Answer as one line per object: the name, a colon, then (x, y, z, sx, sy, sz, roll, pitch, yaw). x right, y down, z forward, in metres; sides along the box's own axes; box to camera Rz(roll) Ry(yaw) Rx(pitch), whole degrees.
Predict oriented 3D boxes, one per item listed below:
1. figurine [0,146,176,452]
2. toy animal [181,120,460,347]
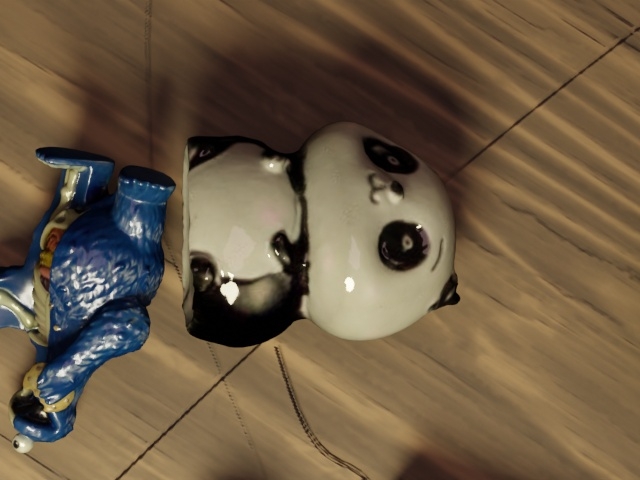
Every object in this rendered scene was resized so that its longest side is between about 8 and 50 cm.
figurine: (-0.201, 0.051, 1.594, 0.164, 0.121, 0.262, 35, 103, 28)
toy animal: (-0.003, -0.003, 1.583, 0.235, 0.165, 0.187, -3, 63, -1)
